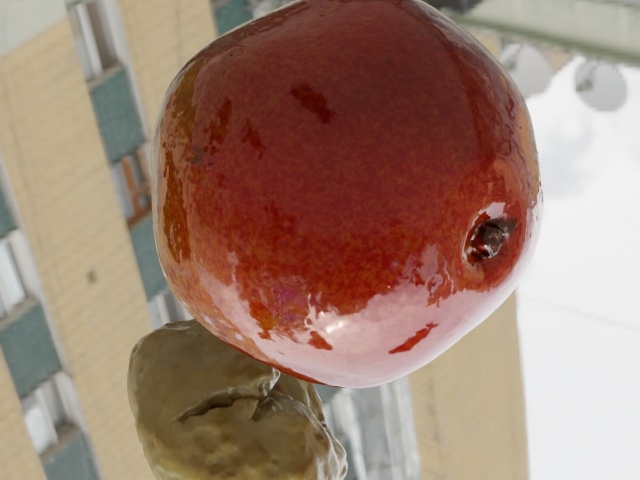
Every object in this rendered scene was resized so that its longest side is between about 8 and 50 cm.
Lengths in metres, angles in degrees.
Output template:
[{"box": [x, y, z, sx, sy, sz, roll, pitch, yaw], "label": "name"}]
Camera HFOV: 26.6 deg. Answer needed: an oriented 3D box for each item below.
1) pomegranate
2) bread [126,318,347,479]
[{"box": [0.001, -0.032, 0.759, 0.221, 0.221, 0.256, -35, -156, -32], "label": "pomegranate"}, {"box": [-0.066, 0.167, 1.204, 0.134, 0.244, 0.244, -35, -144, 5], "label": "bread"}]
